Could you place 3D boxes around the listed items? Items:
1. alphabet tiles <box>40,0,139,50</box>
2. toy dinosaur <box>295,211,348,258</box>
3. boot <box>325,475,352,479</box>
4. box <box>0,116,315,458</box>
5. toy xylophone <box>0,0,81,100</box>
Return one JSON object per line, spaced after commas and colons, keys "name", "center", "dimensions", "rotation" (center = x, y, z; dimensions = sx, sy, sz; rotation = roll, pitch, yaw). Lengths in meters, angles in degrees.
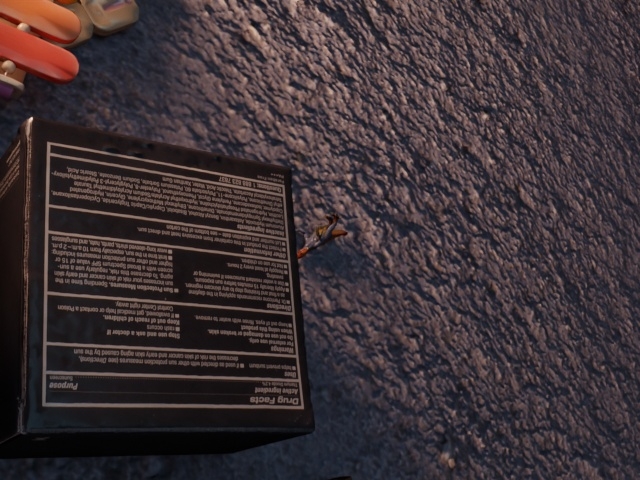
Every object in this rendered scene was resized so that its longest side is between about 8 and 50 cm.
{"name": "alphabet tiles", "center": [-0.350, -0.369, 1.033], "dimensions": [0.278, 0.021, 0.284], "rotation": [-34, 93, -36]}
{"name": "toy dinosaur", "center": [0.000, 0.000, 1.139], "dimensions": [0.090, 0.047, 0.082], "rotation": [41, 69, -30]}
{"name": "boot", "center": [-0.018, 0.361, 0.945], "dimensions": [0.197, 0.073, 0.152], "rotation": [-5, 78, -37]}
{"name": "box", "center": [-0.184, 0.066, 0.867], "dimensions": [0.297, 0.183, 0.293], "rotation": [9, 65, -33]}
{"name": "toy xylophone", "center": [-0.376, -0.303, 0.930], "dimensions": [0.236, 0.081, 0.322], "rotation": [14, 67, -28]}
